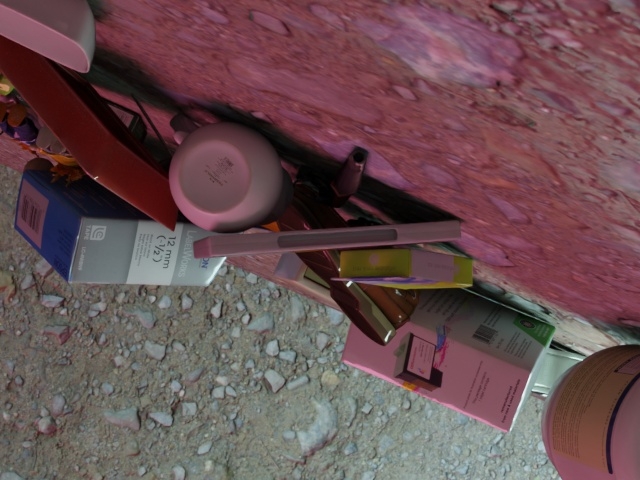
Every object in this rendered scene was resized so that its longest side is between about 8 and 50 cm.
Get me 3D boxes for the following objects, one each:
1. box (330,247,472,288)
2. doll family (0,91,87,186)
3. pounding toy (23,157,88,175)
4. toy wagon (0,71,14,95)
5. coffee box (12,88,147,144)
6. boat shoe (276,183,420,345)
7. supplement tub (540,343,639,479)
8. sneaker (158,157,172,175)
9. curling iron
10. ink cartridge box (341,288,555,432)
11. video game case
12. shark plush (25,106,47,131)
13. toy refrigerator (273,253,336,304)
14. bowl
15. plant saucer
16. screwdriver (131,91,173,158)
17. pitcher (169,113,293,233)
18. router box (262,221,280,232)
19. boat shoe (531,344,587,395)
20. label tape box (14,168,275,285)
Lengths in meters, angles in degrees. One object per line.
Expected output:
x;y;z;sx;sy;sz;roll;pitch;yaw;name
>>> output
0.106;0.037;1.526;0.109;0.042;0.178;-3;172;36;box
-0.425;-0.161;1.789;0.263;0.118;0.163;23;174;6;doll family
-0.401;-0.120;2.023;0.237;0.110;0.183;-11;155;-25;pounding toy
-0.491;-0.264;1.438;0.267;0.068;0.344;27;172;-27;toy wagon
-0.336;-0.183;1.645;0.184;0.040;0.113;24;173;1;coffee box
0.041;0.013;1.622;0.111;0.104;0.307;30;162;44;boat shoe
0.434;0.254;1.535;0.235;0.235;0.325;25;174;-7;supplement tub
-0.169;-0.095;1.627;0.234;0.078;0.106;13;164;44;sneaker
0.017;-0.068;1.329;0.068;0.035;0.274;25;174;-7;curling iron
0.197;0.157;1.814;0.278;0.117;0.201;22;-159;14;ink cartridge box
0.000;0.000;1.402;0.285;0.025;0.204;-3;179;-11;video game case
-0.478;-0.189;1.978;0.073;0.067;0.161;20;172;36;shark plush
0.068;0.072;1.975;0.269;0.102;0.094;28;173;-26;toy refrigerator
-0.268;-0.215;1.092;0.142;0.053;0.142;25;174;-7;bowl
-0.274;-0.142;1.386;0.258;0.048;0.259;48;-179;19;plant saucer
-0.183;-0.113;1.447;0.170;0.025;0.024;62;-163;4;screwdriver
-0.121;-0.088;1.372;0.178;0.125;0.207;39;-174;4;pitcher
-0.076;-0.050;1.759;0.133;0.046;0.179;21;173;20;router box
0.343;0.209;2.039;0.302;0.114;0.091;28;167;-24;boat shoe
-0.275;-0.017;1.880;0.348;0.115;0.249;6;-164;-36;label tape box
